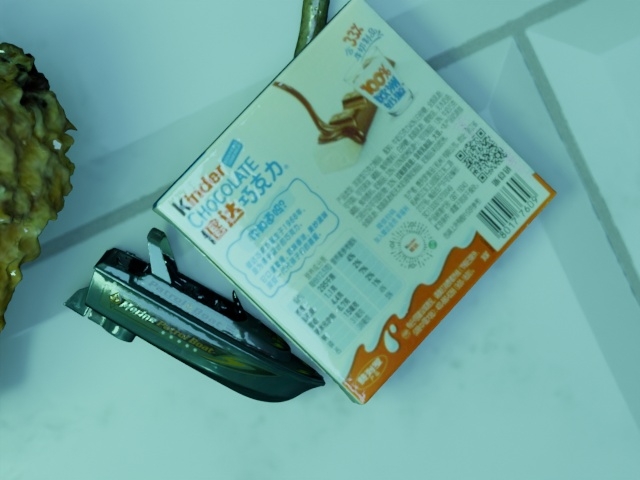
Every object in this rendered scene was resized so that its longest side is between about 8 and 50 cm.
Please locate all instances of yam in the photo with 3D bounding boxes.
[{"bbox_3d":[0.003,-0.266,1.822,0.029,0.027,0.234,12,92,24],"label":"yam"}]

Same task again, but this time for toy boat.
[{"bbox_3d":[-0.104,0.074,1.803,0.246,0.093,0.103,29,99,-3],"label":"toy boat"}]

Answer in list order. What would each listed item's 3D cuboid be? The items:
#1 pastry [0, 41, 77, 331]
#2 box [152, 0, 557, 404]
[{"bbox_3d":[-0.413,-0.013,1.685,0.337,0.292,0.405,18,100,-20],"label":"pastry"},{"bbox_3d":[0.032,-0.037,1.797,0.265,0.048,0.273,45,81,-8],"label":"box"}]
